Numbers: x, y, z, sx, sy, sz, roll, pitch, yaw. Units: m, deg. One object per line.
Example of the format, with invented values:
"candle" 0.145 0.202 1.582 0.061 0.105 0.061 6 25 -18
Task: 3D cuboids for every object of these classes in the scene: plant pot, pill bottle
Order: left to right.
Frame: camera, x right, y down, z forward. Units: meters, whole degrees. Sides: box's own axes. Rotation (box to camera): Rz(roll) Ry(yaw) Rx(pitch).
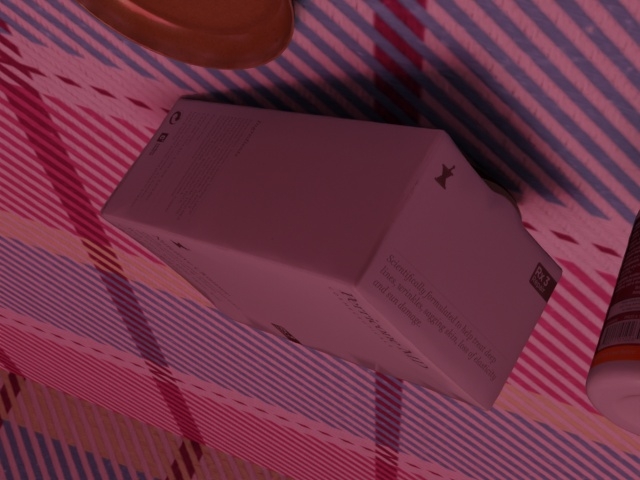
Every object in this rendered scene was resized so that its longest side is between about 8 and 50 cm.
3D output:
"plant pot" -0.126 -0.225 0.933 0.236 0.032 0.236 19 156 8
"pill bottle" 0.287 0.036 0.871 0.121 0.221 0.121 20 156 9

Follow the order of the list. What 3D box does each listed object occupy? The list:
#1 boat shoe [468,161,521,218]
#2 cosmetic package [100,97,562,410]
"boat shoe" 0.130 -0.050 1.061 0.137 0.049 0.043 31 -162 -24
"cosmetic package" 0.000 0.000 1.059 0.385 0.156 0.217 15 158 51
